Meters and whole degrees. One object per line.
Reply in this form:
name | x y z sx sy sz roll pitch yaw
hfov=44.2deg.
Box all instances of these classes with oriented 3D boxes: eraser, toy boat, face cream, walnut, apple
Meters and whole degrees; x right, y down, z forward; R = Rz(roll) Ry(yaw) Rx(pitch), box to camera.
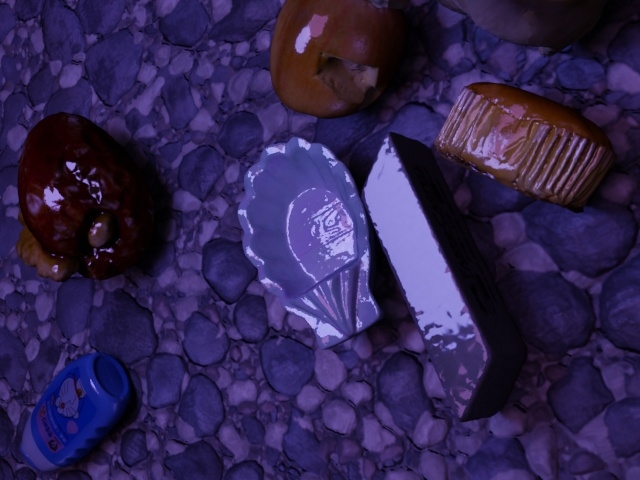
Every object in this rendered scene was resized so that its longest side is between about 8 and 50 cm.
eraser | 0.149 0.038 0.957 0.077 0.111 0.353 -32 68 27
toy boat | 0.000 0.000 1.075 0.199 0.100 0.290 -33 67 30
face cream | -0.437 0.307 1.373 0.264 0.083 0.149 -44 60 25
walnut | -0.409 -0.064 1.313 0.244 0.221 0.269 -46 47 15
apple | 0.016 -0.253 1.048 0.199 0.199 0.199 -4 84 36

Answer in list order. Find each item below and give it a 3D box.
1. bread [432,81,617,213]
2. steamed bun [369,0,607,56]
bread | 0.234 -0.112 0.896 0.190 0.132 0.114 35 107 29
steamed bun | 0.164 -0.376 0.897 0.372 0.230 0.325 24 71 4
